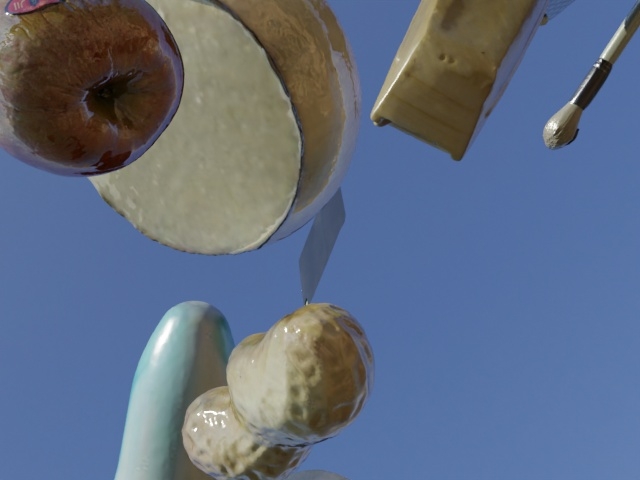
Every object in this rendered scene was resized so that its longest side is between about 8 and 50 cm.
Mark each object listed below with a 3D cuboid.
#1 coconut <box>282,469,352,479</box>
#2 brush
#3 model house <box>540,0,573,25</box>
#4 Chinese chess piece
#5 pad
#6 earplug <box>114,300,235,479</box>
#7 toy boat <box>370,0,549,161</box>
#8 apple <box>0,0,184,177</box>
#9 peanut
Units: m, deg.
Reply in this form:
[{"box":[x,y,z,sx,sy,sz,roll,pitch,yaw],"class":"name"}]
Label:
[{"box":[-0.007,0.416,1.244,0.202,0.222,0.202,2,-79,8],"class":"coconut"},{"box":[0.392,-0.249,1.249,0.039,0.042,0.299,27,-76,-29],"class":"brush"},{"box":[0.260,-0.389,1.110,0.215,0.224,0.198,44,-114,-4],"class":"model house"},{"box":[-0.122,-0.146,0.968,0.140,0.338,0.338,-46,-40,-46],"class":"Chinese chess piece"},{"box":[0.000,0.000,1.290,0.004,0.116,0.193,8,-50,-15],"class":"pad"},{"box":[-0.186,0.240,1.234,0.185,0.185,0.324,6,-89,-25],"class":"earplug"},{"box":[0.081,-0.112,0.483,0.057,0.200,0.077,27,-35,4],"class":"toy boat"},{"box":[-0.150,-0.101,0.578,0.126,0.102,0.126,-27,-46,-32],"class":"apple"},{"box":[-0.037,0.129,0.731,0.086,0.104,0.228,-35,-12,-49],"class":"peanut"}]
